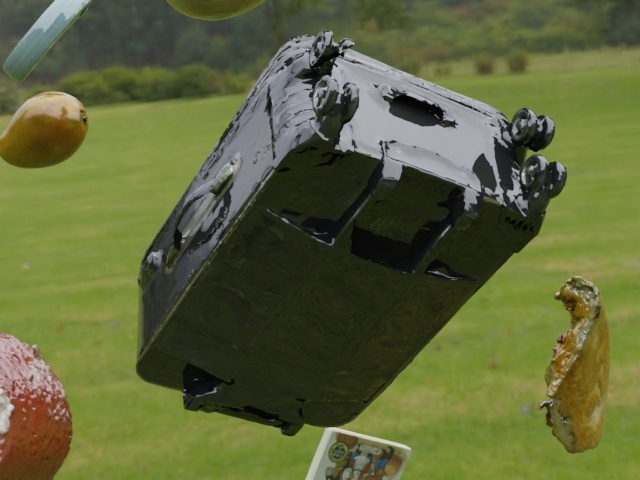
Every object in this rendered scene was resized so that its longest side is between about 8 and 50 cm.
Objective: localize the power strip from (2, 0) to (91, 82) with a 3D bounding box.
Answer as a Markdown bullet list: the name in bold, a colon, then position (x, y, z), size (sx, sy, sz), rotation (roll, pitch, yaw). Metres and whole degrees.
- **power strip**: position (-0.432, -0.357, 2.089), size (0.216, 0.044, 0.137), rotation (-56, 13, -28)

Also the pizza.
- **pizza**: position (0.281, 0.147, 1.401), size (0.056, 0.271, 0.134), rotation (18, 60, 27)

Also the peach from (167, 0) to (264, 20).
- **peach**: position (-0.098, -0.344, 1.304), size (0.232, 0.233, 0.232), rotation (-7, 12, 2)

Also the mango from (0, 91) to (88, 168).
- **mango**: position (-0.433, -0.167, 2.003), size (0.163, 0.111, 0.089), rotation (-45, 21, 37)

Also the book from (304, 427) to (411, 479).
- **book**: position (0.042, 0.479, 2.319), size (0.202, 0.264, 0.027), rotation (20, 3, -38)

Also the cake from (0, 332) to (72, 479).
- **cake**: position (-0.397, 0.224, 1.359), size (0.177, 0.283, 0.151), rotation (45, 13, 22)

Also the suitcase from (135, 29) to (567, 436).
- **suitcase**: position (0.000, 0.000, 1.216), size (0.283, 0.434, 0.194), rotation (18, 42, -23)
